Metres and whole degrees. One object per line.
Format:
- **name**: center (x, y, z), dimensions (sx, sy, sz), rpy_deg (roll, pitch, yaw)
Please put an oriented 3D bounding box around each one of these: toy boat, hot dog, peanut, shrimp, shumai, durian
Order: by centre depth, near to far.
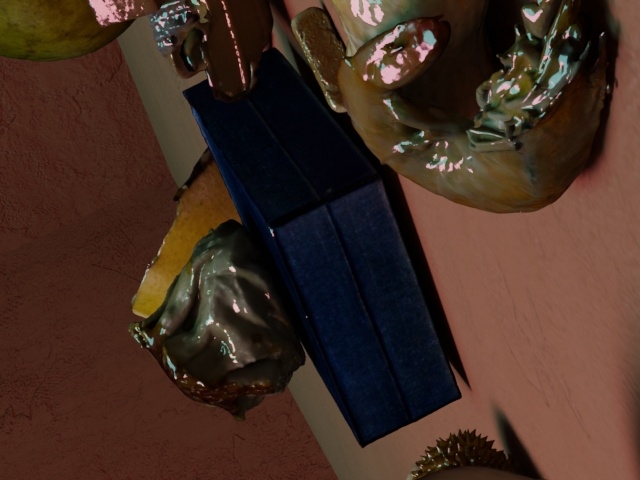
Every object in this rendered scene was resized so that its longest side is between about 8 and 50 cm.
- **shrimp**: center (0.076, -0.074, 0.841), dimensions (0.133, 0.053, 0.236), rpy_deg (31, 160, 4)
- **peanut**: center (0.050, -0.118, 0.898), dimensions (0.087, 0.087, 0.207), rpy_deg (61, 173, 27)
- **hot dog**: center (0.006, -0.142, 1.360), dimensions (0.090, 0.030, 0.034), rpy_deg (64, 174, 5)
- **durian**: center (0.134, 0.253, 1.431), dimensions (0.158, 0.137, 0.168), rpy_deg (-91, -6, -51)
- **toy boat**: center (-0.175, -0.320, 1.461), dimensions (0.136, 0.162, 0.445), rpy_deg (31, 148, 54)
- **shumai**: center (-0.101, 0.080, 1.576), dimensions (0.184, 0.142, 0.184), rpy_deg (61, 172, 16)

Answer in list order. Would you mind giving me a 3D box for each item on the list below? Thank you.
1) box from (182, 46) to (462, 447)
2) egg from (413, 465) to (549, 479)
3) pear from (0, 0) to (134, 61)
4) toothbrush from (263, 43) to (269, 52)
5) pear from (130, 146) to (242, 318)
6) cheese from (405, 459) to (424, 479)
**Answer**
- **box**: center (0.000, 0.000, 1.554), dimensions (0.279, 0.116, 0.261), rpy_deg (54, 170, 55)
- **egg**: center (0.145, 0.341, 0.920), dimensions (0.340, 0.354, 0.354), rpy_deg (26, 149, 38)
- **pear**: center (-0.374, -0.393, 2.121), dimensions (0.352, 0.352, 0.413), rpy_deg (60, -179, 30)
- **toothbrush**: center (-0.069, -0.179, 1.809), dimensions (0.307, 0.025, 0.029), rpy_deg (106, 145, -80)
- **pear**: center (-0.075, 0.012, 1.900), dimensions (0.178, 0.267, 0.267), rpy_deg (32, 169, 5)
- **cheese**: center (0.158, 0.315, 1.617), dimensions (0.263, 0.093, 0.159), rpy_deg (-125, 13, -55)
